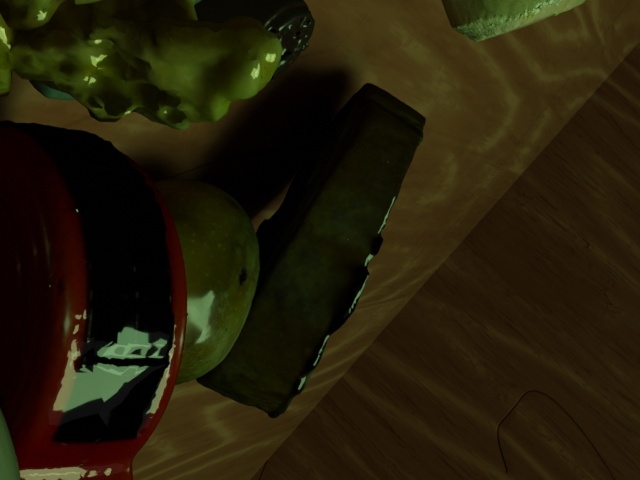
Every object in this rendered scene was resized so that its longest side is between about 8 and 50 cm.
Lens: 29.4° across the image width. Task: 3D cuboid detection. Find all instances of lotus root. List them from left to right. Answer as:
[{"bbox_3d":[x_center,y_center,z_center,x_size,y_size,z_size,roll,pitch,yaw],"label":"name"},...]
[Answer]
[{"bbox_3d":[0.000,0.000,1.268,0.375,0.111,0.390,-51,-170,50],"label":"lotus root"}]

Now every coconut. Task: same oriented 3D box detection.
[{"bbox_3d":[0.176,-0.280,1.188,0.147,0.152,0.147,-21,-173,3],"label":"coconut"}]

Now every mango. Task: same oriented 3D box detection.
[{"bbox_3d":[-0.142,0.037,1.124,0.176,0.175,0.329,-21,-177,-9],"label":"mango"}]

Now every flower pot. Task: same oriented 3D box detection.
[{"bbox_3d":[-0.059,-0.166,0.901,0.111,0.089,0.111,-44,167,-13],"label":"flower pot"}]

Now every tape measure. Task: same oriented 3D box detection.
[{"bbox_3d":[-0.200,0.049,0.783,0.114,0.253,0.260,5,109,-46],"label":"tape measure"}]

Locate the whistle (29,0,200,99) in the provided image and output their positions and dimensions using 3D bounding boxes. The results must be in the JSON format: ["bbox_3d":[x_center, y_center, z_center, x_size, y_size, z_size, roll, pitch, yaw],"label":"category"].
[{"bbox_3d":[-0.087,-0.194,0.741,0.274,0.093,0.186,-48,168,19],"label":"whistle"}]

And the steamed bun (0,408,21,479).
[{"bbox_3d":[-0.303,0.159,0.570,0.334,0.334,0.374,-38,175,-34],"label":"steamed bun"}]

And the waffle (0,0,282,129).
[{"bbox_3d":[-0.195,-0.063,0.401,0.324,0.261,0.151,-45,160,-21],"label":"waffle"}]
